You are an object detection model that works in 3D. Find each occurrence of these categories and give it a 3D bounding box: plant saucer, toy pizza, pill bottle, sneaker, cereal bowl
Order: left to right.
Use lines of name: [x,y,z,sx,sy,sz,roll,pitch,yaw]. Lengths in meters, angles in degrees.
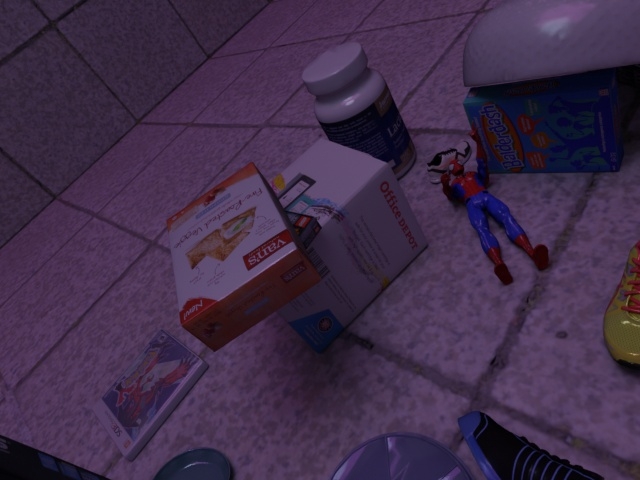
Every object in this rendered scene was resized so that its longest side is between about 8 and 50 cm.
plant saucer: [-0.187,0.355,0.678,0.120,0.021,0.119,-9,25,4]
pill bottle: [0.079,-0.247,0.945,0.153,0.264,0.153,-21,40,19]
toy pizza: [0.087,0.319,0.527,0.201,0.032,0.201,-20,39,18]
sneaker: [0.248,-0.159,0.905,0.109,0.043,0.040,-44,36,-13]
sneaker: [0.223,0.243,0.450,0.090,0.081,0.232,-35,28,2]
cereal bowl: [0.388,-0.331,0.716,0.339,0.141,0.339,-8,18,3]
sneaker: [0.380,0.049,0.540,0.082,0.094,0.208,12,59,42]

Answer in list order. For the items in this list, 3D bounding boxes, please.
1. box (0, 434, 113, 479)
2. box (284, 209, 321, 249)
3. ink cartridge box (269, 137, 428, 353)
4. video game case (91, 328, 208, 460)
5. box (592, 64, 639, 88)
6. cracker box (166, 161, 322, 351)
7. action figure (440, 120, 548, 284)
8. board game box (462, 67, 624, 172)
box: [-0.264,0.345,0.470,0.318,0.395,0.097,18,64,48]
box: [-0.072,0.017,0.650,0.094,0.027,0.137,14,60,42]
ink cartridge box: [0.000,0.000,0.796,0.270,0.198,0.197,-43,39,-10]
video game case: [-0.328,0.280,0.892,0.183,0.023,0.201,17,61,46]
box: [0.601,-0.358,0.846,0.184,0.045,0.190,-31,37,4]
cracker box: [-0.111,0.008,0.611,0.156,0.067,0.232,-34,40,2]
action figure: [0.251,-0.078,0.746,0.092,0.139,0.280,-26,36,11]
board game box: [0.354,-0.180,0.751,0.210,0.160,0.047,6,55,42]
